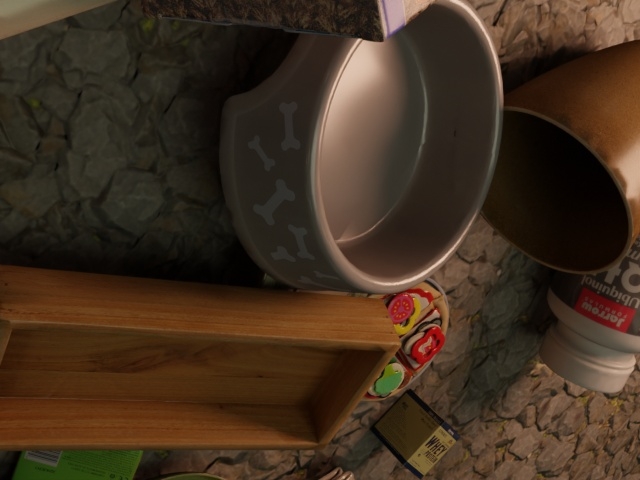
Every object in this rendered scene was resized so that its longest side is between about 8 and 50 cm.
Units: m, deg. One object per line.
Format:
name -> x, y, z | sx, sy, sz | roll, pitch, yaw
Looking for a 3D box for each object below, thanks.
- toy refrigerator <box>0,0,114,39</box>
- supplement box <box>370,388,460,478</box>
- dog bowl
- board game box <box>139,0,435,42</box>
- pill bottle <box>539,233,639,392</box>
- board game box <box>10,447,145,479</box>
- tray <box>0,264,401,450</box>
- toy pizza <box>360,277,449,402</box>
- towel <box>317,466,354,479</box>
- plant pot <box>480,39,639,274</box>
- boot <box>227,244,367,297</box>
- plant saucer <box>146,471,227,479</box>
toy refrigerator -> -0.270, -0.212, 0.683 | 0.269, 0.102, 0.094 | -25, 128, -18
supplement box -> 0.134, 0.272, 1.245 | 0.083, 0.083, 0.056 | -46, 133, -3
dog bowl -> 0.062, -0.104, 0.897 | 0.349, 0.102, 0.348 | -20, 118, -43
board game box -> 0.021, -0.286, 0.681 | 0.291, 0.232, 0.141 | -44, 135, -37
pill bottle -> 0.427, 0.047, 1.244 | 0.176, 0.176, 0.318 | 4, 114, -35
board game box -> -0.296, 0.313, 0.991 | 0.124, 0.039, 0.259 | 20, 104, -14
tray -> -0.142, 0.134, 0.923 | 0.411, 0.076, 0.203 | 8, 132, -28
toy pizza -> 0.094, 0.136, 1.174 | 0.201, 0.032, 0.201 | -16, 124, -25
towel -> -0.025, 0.456, 1.255 | 0.187, 0.049, 0.282 | -24, 131, -31
plant pot -> 0.335, -0.128, 1.073 | 0.254, 0.237, 0.237 | -42, 133, -26
boot -> 0.000, 0.000, 1.004 | 0.165, 0.077, 0.213 | 17, 100, -43
plant saucer -> -0.206, 0.382, 1.119 | 0.241, 0.037, 0.241 | -16, 124, -26
